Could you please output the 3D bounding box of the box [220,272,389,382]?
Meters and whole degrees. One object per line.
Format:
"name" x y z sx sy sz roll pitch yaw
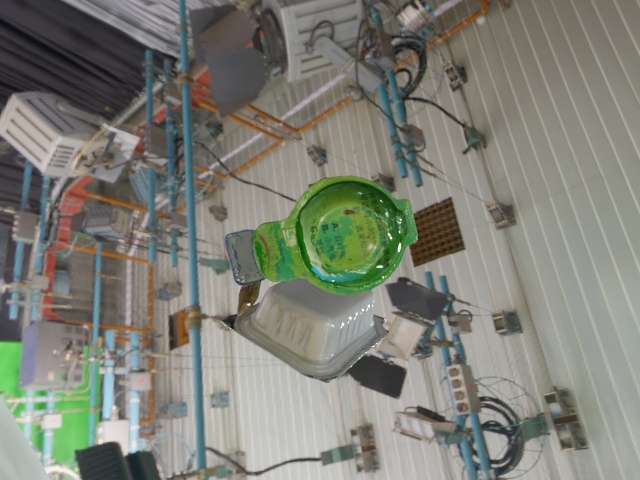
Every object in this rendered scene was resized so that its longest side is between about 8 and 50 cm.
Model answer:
"box" -0.004 0.146 1.098 0.264 0.337 0.105 25 -68 24

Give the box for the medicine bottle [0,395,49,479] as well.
"medicine bottle" -0.389 0.198 0.484 0.111 0.161 0.296 -123 -157 -60

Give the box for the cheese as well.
"cheese" 0.000 0.000 0.855 0.321 0.083 0.203 -12 -85 6

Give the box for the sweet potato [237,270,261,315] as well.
"sweet potato" -0.125 0.083 0.960 0.038 0.041 0.153 -20 -154 39
